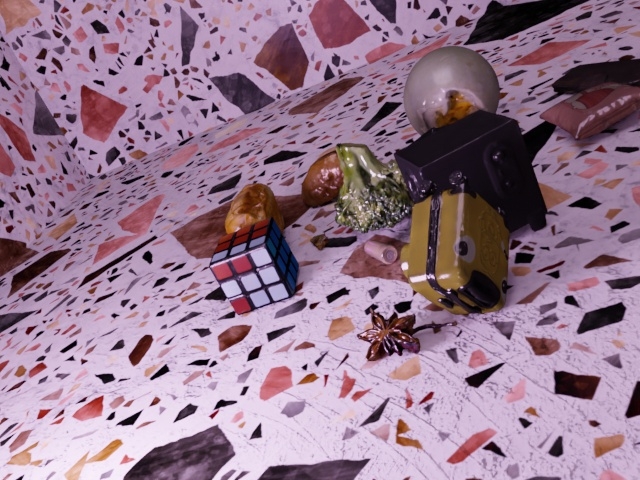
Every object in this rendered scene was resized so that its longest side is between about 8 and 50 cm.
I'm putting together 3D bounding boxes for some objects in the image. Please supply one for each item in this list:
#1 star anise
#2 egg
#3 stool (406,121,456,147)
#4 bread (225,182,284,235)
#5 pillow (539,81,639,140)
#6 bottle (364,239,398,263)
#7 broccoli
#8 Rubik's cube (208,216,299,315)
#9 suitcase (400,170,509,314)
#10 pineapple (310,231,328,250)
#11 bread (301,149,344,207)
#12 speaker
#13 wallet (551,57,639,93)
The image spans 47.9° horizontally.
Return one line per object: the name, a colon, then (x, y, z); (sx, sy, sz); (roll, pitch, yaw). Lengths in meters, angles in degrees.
star anise: (0.161, 0.174, 1.355); (0.191, 0.070, 0.097); (-13, 53, 24)
egg: (0.385, -0.435, 2.124); (0.279, 0.278, 0.336); (-17, 33, 20)
stool: (0.333, -0.211, 1.882); (0.232, 0.141, 0.232); (-22, 24, 10)
bread: (-0.183, -0.051, 2.044); (0.132, 0.166, 0.294); (-23, 24, 7)
pillow: (0.703, -0.337, 1.843); (0.223, 0.084, 0.236); (-25, 20, 5)
bottle: (0.142, 0.025, 1.706); (0.045, 0.045, 0.096); (-33, 23, -16)
broccoli: (0.128, -0.152, 1.842); (0.288, 0.245, 0.248); (2, 27, 39)
Rubik's cube: (-0.160, 0.063, 1.786); (0.163, 0.162, 0.160); (-20, 23, 12)
suitcase: (0.253, 0.018, 1.350); (0.143, 0.194, 0.234); (-12, 58, 39)
pineapple: (0.000, 0.000, 1.936); (0.045, 0.019, 0.083); (-31, 21, -5)
bread: (0.047, -0.204, 2.174); (0.260, 0.134, 0.129); (-17, 24, 20)
speaker: (0.322, -0.112, 1.545); (0.232, 0.253, 0.184); (-27, 22, -4)
wallet: (0.825, -0.475, 2.064); (0.165, 0.042, 0.310); (-34, 24, -23)
